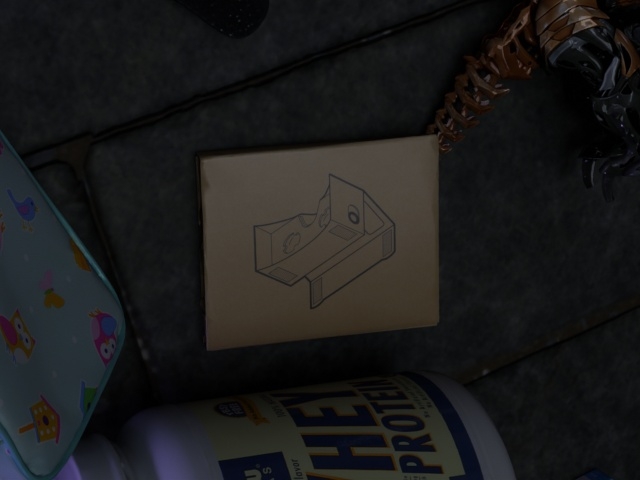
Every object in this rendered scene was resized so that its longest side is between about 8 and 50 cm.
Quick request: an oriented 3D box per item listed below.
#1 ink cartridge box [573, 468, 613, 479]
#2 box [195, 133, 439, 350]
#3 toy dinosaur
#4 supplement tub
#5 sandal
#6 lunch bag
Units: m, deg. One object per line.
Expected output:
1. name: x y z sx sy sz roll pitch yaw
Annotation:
1. ink cartridge box: 0.241 0.258 1.311 0.083 0.028 0.048 -23 112 -16
2. box: 0.000 0.000 1.125 0.201 0.021 0.164 -5 107 -15
3. toy dinosaur: 0.231 -0.162 1.145 0.322 0.164 0.218 -28 103 28
4. supplement tub: -0.033 0.232 1.067 0.325 0.235 0.235 -5 107 -23
5. sandal: -0.111 -0.211 1.024 0.067 0.040 0.179 -52 132 3
6. lunch bag: -0.252 0.026 0.932 0.108 0.224 0.279 -19 118 20
